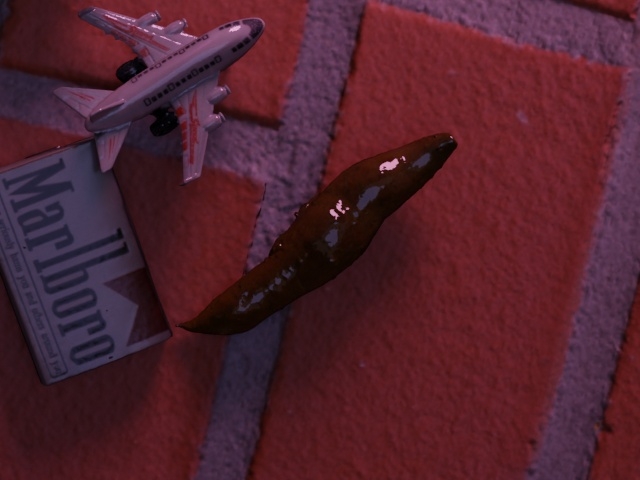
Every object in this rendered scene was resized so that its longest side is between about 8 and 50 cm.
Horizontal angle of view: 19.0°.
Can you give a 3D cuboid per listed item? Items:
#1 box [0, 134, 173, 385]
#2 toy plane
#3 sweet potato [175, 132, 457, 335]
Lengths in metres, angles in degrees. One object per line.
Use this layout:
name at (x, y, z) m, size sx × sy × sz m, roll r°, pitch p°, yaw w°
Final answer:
box at (-0.201, 0.014, 1.537) m, size 0.115 × 0.036 × 0.177 m, roll -21°, pitch 99°, yaw -10°
toy plane at (-0.119, -0.128, 1.521) m, size 0.171 × 0.065 × 0.162 m, roll -30°, pitch 85°, yaw -15°
sweet potato at (0.000, 0.000, 1.565) m, size 0.274 × 0.067 × 0.067 m, roll -38°, pitch 102°, yaw -1°
